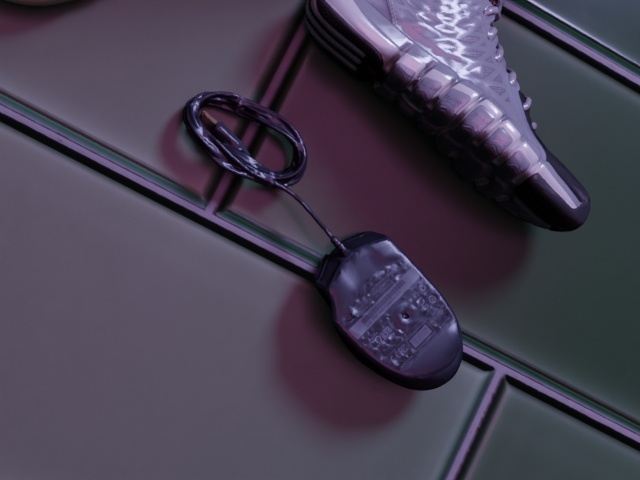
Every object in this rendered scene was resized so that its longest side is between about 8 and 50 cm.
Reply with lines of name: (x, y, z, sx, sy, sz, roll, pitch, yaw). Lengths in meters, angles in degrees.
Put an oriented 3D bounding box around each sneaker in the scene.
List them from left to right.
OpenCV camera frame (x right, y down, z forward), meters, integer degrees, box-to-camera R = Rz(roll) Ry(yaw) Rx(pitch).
sneaker: (0.113, -0.119, 0.767, 0.229, 0.086, 0.132, 41, 78, -8)

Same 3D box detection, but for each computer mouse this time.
computer mouse: (0.000, 0.000, 0.764, 0.071, 0.041, 0.242, -40, 90, -20)

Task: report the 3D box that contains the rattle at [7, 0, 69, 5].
rattle: (-0.195, -0.198, 0.673, 0.200, 0.143, 0.130, 1, 106, -19)
